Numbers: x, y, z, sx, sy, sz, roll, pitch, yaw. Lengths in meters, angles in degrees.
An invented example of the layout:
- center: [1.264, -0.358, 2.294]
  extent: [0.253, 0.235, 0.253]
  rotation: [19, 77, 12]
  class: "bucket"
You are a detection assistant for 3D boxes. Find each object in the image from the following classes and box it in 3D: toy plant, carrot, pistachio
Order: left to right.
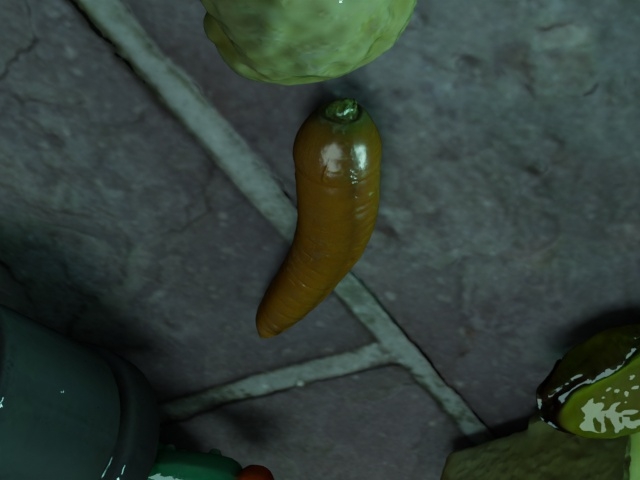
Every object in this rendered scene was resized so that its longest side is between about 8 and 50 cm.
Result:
- center: [-0.219, 0.194, 0.993]
  extent: [0.279, 0.185, 0.400]
  rotation: [-35, 144, 4]
  class: "toy plant"
- center: [0.000, 0.001, 0.826]
  extent: [0.066, 0.062, 0.271]
  rotation: [-13, 145, -19]
  class: "carrot"
- center: [0.243, 0.094, 0.858]
  extent: [0.173, 0.049, 0.089]
  rotation: [-16, 123, 16]
  class: "pistachio"

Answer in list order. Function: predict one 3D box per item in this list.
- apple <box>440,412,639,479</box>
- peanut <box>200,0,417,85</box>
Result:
- center: [0.268, 0.292, 0.955]
  extent: [0.252, 0.314, 0.309]
  rotation: [-47, 117, -2]
  class: "apple"
- center: [-0.016, -0.202, 0.556]
  extent: [0.152, 0.152, 0.313]
  rotation: [4, 135, 12]
  class: "peanut"
